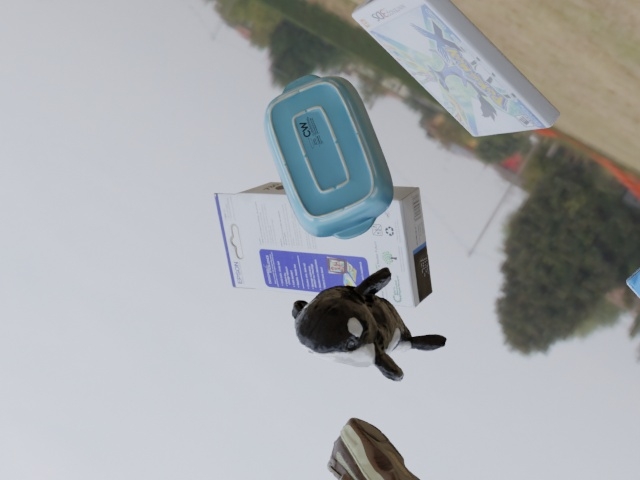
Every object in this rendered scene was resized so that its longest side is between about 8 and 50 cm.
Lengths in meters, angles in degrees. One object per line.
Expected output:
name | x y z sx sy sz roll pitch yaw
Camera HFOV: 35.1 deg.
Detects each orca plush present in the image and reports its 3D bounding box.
orca plush | 0.073 0.087 1.182 0.287 0.102 0.151 20 -166 -49

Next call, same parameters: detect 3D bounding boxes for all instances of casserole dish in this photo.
casserole dish | 0.004 -0.093 1.070 0.037 0.114 0.188 36 -147 -74

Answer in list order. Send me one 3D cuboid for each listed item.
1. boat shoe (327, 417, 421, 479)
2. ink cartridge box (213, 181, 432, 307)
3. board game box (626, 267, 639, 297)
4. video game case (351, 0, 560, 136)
boat shoe | 0.083 0.330 1.245 0.095 0.095 0.257 30 -170 -31
ink cartridge box | 0.000 0.000 1.491 0.332 0.165 0.065 5 -156 33
board game box | 0.542 0.134 1.234 0.308 0.086 0.302 52 -158 20
video game case | 0.219 -0.303 1.714 0.329 0.036 0.300 42 172 -13
